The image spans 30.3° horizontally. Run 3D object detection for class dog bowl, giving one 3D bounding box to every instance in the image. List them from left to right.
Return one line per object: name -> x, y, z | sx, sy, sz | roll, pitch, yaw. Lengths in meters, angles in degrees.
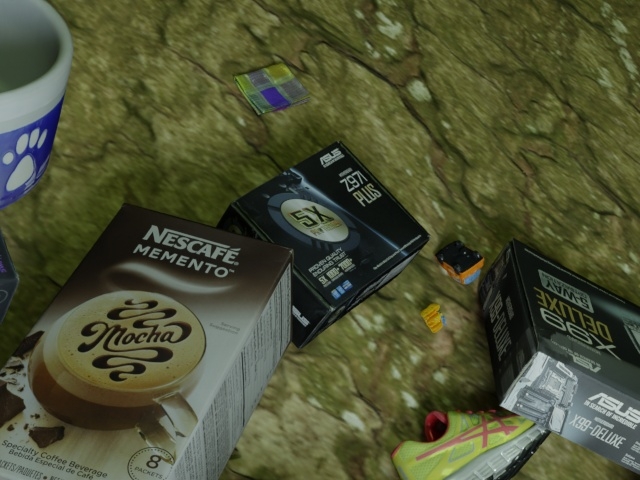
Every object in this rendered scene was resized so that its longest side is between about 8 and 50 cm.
dog bowl -> -0.325, -0.125, 0.878 | 0.265, 0.104, 0.265 | 14, 32, -9

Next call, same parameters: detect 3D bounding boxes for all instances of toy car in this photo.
toy car -> 0.135, 0.053, 1.293 | 0.122, 0.060, 0.040 | -46, 130, -29

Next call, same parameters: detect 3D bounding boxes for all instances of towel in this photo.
towel -> -0.055, -0.177, 1.364 | 0.083, 0.009, 0.060 | -23, 70, -41

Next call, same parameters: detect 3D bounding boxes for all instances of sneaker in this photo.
sneaker -> 0.151, 0.193, 1.150 | 0.208, 0.081, 0.094 | -19, 56, -45

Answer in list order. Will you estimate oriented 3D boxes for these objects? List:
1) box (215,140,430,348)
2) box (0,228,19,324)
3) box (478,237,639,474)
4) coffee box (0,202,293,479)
box -> 0.000, 0.000, 1.210 | 0.147, 0.077, 0.180 | 47, 46, 11
box -> -0.391, 0.033, 0.885 | 0.270, 0.165, 0.143 | -6, 57, -35
box -> 0.320, 0.144, 1.235 | 0.307, 0.076, 0.242 | 27, 24, -10
coffee box -> -0.149, 0.119, 0.960 | 0.168, 0.118, 0.297 | 14, 44, 13
